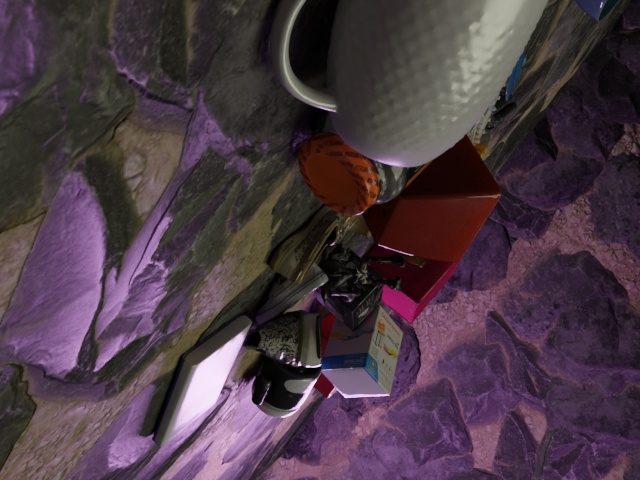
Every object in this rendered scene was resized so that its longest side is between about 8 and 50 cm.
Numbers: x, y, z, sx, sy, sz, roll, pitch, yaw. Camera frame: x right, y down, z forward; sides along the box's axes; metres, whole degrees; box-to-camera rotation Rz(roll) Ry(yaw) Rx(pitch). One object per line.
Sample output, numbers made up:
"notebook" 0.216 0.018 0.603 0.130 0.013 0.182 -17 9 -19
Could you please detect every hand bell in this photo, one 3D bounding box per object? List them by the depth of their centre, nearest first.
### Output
"hand bell" 0.177 -0.009 1.858 0.126 0.242 0.126 -47 163 -19

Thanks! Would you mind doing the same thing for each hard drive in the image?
"hard drive" -0.283 0.333 1.665 0.210 0.040 0.318 -35 157 -49

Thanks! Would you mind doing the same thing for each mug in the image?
"mug" 0.105 -0.288 1.018 0.374 0.276 0.328 0 131 -28

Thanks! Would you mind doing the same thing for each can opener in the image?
"can opener" 0.603 -0.446 2.502 0.095 0.076 0.283 -22 -170 43

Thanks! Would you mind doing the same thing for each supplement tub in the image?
"supplement tub" 0.126 -0.209 1.324 0.338 0.207 0.207 -44 163 -30

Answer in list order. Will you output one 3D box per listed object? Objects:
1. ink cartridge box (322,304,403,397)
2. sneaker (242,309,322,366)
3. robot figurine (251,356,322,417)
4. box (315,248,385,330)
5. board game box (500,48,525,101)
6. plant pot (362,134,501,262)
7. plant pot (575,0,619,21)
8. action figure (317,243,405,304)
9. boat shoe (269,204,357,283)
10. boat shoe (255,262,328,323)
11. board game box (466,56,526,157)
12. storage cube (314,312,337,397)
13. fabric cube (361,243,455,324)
"ink cartridge box" 0.134 0.348 2.207 0.171 0.168 0.232 51 42 -35
"sneaker" -0.117 0.245 1.813 0.410 0.182 0.158 142 -48 -72
"robot figurine" -0.104 0.408 2.124 0.173 0.209 0.278 -106 -144 -50
"box" 0.081 0.146 2.080 0.142 0.163 0.247 -46 165 -14
"board game box" 0.544 -0.487 2.010 0.168 0.033 0.133 -59 156 -31
"plant pot" 0.237 -0.117 1.728 0.236 0.267 0.267 -4 141 -23
"plant pot" 0.788 -0.794 1.970 0.290 0.195 0.290 -47 164 -18
"action figure" 0.080 0.089 1.886 0.141 0.276 0.164 165 -75 -82
"boat shoe" 0.000 0.000 1.648 0.285 0.089 0.104 -43 162 -33
"boat shoe" -0.082 0.121 1.717 0.226 0.075 0.083 -35 177 22
"board game box" 0.512 -0.417 2.140 0.390 0.050 0.390 -10 124 -68
"storage cube" 0.030 0.397 2.442 0.183 0.193 0.215 -58 165 21
"fabric cube" 0.313 0.094 2.478 0.258 0.254 0.259 -46 164 -16
